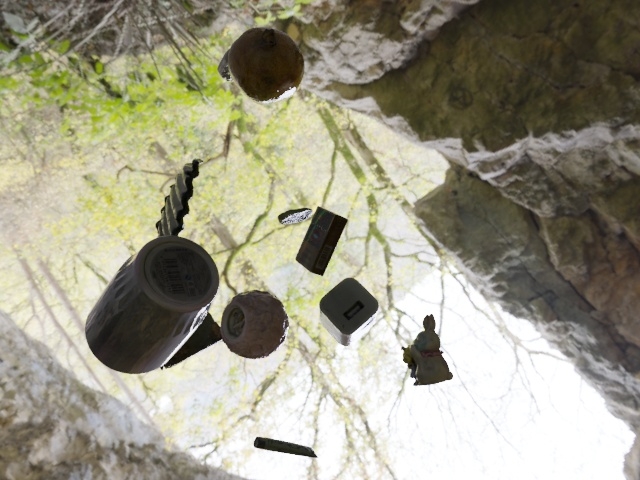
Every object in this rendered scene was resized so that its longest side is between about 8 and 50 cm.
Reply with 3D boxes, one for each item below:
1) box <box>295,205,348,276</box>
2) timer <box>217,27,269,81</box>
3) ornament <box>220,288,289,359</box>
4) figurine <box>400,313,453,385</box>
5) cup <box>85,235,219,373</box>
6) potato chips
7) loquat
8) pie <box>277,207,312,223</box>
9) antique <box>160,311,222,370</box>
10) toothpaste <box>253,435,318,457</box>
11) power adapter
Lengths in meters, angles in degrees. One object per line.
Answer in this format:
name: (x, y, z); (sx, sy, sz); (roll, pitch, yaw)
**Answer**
box: (0.000, 0.000, 1.776); (0.159, 0.071, 0.240); (31, -81, 62)
timer: (-0.299, -0.751, 1.889); (0.237, 0.087, 0.262); (-42, -167, -21)
ornament: (-0.237, 0.309, 1.722); (0.225, 0.259, 0.259); (17, 128, -46)
figurine: (0.370, 0.390, 1.654); (0.127, 0.235, 0.155); (2, 160, -45)
cup: (-0.423, 0.167, 1.178); (0.371, 0.253, 0.253); (-41, 178, 40)
potato chips: (-0.504, -0.121, 1.639); (0.358, 0.070, 0.429); (-63, -153, 12)
loquat: (-0.149, -0.490, 1.273); (0.213, 0.213, 0.246); (-41, 175, -16)
pie: (-0.058, -0.056, 1.043); (0.085, 0.017, 0.085); (-17, 168, -4)
antique: (-0.553, 0.434, 1.937); (0.284, 0.150, 0.125); (-33, 172, -24)
toothpaste: (-0.112, 0.697, 1.556); (0.062, 0.239, 0.039); (20, -93, 64)
power adapter: (0.074, 0.207, 1.264); (0.130, 0.125, 0.205); (-40, 160, -15)
